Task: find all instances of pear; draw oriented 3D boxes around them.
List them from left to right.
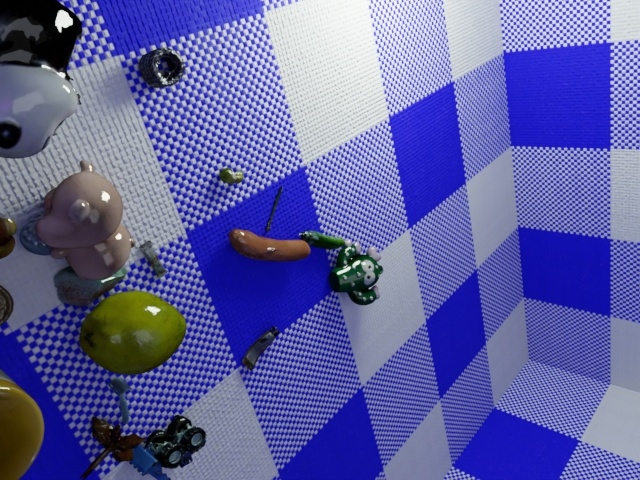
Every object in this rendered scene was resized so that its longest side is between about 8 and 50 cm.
[{"bbox_3d":[-0.468,0.234,1.362,0.269,0.212,0.212,6,94,-52],"label":"pear"}]

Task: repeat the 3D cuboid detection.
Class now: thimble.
[{"bbox_3d":[-0.406,-0.446,1.383,0.104,0.066,0.095,-57,134,-26],"label":"thimble"}]

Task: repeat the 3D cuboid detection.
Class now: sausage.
[{"bbox_3d":[-0.165,0.023,1.728,0.327,0.079,0.087,9,102,-46],"label":"sausage"}]

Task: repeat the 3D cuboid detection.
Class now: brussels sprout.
[{"bbox_3d":[-0.260,-0.191,1.603,0.083,0.046,0.051,-3,59,-47],"label":"brussels sprout"}]

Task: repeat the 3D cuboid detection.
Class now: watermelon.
[{"bbox_3d":[-0.563,0.106,1.350,0.180,0.081,0.094,-21,139,-36],"label":"watermelon"}]

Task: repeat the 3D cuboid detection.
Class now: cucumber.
[{"bbox_3d":[0.000,0.000,1.917,0.250,0.056,0.056,14,88,-47],"label":"cucumber"}]

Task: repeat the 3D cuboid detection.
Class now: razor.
[{"bbox_3d":[-0.534,0.442,1.454,0.040,0.068,0.135,-21,125,-40],"label":"razor"}]

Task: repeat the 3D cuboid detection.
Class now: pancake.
[{"bbox_3d":[-0.742,0.150,1.195,0.115,0.011,0.114,-9,103,-45],"label":"pancake"}]

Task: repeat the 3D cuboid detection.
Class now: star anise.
[{"bbox_3d":[-0.558,0.557,1.402,0.140,0.158,0.144,-64,179,35],"label":"star anise"}]

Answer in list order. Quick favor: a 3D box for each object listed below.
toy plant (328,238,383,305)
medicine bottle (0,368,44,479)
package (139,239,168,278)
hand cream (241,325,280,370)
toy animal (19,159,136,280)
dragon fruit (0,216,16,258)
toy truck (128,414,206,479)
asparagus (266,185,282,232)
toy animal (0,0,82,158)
[{"bbox_3d":[0.146,0.125,2.050,0.243,0.113,0.232,18,79,-32],"label":"toy plant"},{"bbox_3d":[-0.726,0.377,1.100,0.238,0.232,0.237,-12,107,-43],"label":"medicine bottle"},{"bbox_3d":[-0.456,0.053,1.473,0.037,0.015,0.110,-38,123,-28],"label":"package"},{"bbox_3d":[-0.198,0.355,1.799,0.163,0.039,0.062,-49,132,-20],"label":"hand cream"},{"bbox_3d":[-0.532,-0.026,1.239,0.229,0.210,0.221,-43,127,12],"label":"toy animal"},{"bbox_3d":[-0.752,0.065,1.027,0.307,0.228,0.243,1,100,-60],"label":"dragon fruit"},{"bbox_3d":[-0.435,0.612,1.545,0.208,0.113,0.126,-26,118,-39],"label":"toy truck"},{"bbox_3d":[-0.150,-0.104,1.764,0.016,0.013,0.166,24,80,-36],"label":"asparagus"},{"bbox_3d":[-0.616,-0.320,1.065,0.251,0.251,0.309,11,80,-47],"label":"toy animal"}]
